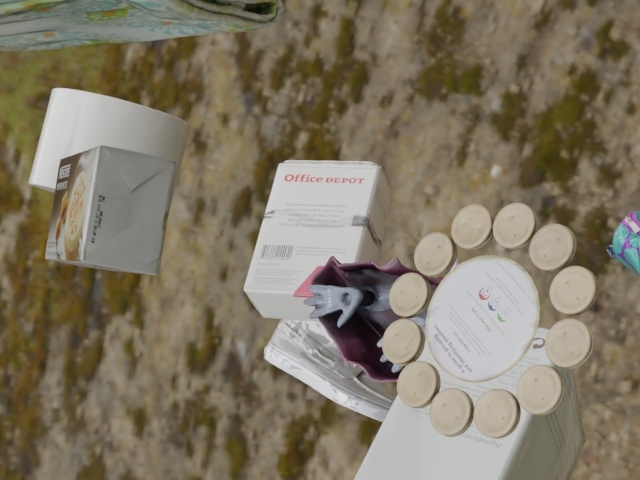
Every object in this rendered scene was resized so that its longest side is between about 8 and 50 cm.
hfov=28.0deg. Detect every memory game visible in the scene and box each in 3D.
[{"bbox_3d":[0.125,0.059,0.965,0.186,0.012,0.186,-15,65,34],"label":"memory game"}]

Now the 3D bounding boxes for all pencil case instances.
[{"bbox_3d":[0.356,0.019,1.325,0.064,0.070,0.152,-41,22,1],"label":"pencil case"}]

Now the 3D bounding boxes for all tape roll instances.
[{"bbox_3d":[-0.357,-0.145,2.184,0.246,0.246,0.169,8,84,58],"label":"tape roll"}]

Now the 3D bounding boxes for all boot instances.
[{"bbox_3d":[0.040,0.173,1.915,0.258,0.095,0.123,26,92,24],"label":"boot"}]

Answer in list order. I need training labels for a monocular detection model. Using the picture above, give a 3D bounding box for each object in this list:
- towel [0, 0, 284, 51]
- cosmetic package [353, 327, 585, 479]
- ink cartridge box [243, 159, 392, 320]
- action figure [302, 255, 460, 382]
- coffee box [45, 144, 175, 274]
[{"bbox_3d":[-0.253,-0.231,1.199,0.374,0.320,0.090,-2,91,18],"label":"towel"},{"bbox_3d":[0.138,0.288,1.353,0.156,0.217,0.385,14,52,29],"label":"cosmetic package"},{"bbox_3d":[0.000,0.000,1.805,0.158,0.092,0.218,3,61,20],"label":"ink cartridge box"},{"bbox_3d":[0.159,0.093,1.664,0.275,0.370,0.248,-37,61,28],"label":"action figure"},{"bbox_3d":[-0.266,-0.034,1.603,0.246,0.098,0.141,-178,98,-68],"label":"coffee box"}]
